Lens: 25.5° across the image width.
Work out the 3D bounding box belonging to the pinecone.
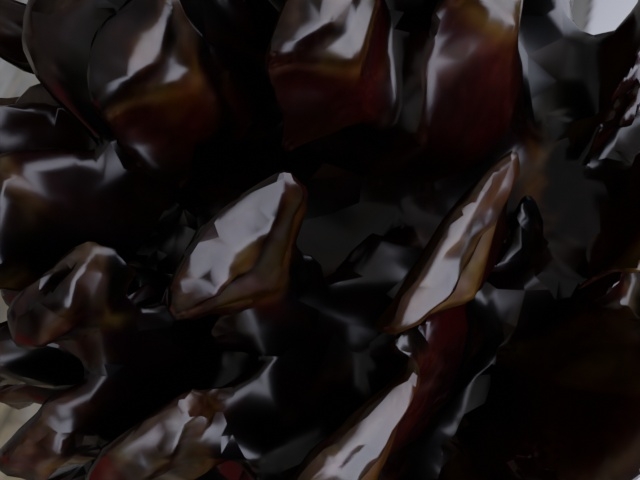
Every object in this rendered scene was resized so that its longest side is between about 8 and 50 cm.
[{"bbox_3d":[-0.005,-0.002,0.478,0.298,0.296,0.242,-51,163,18],"label":"pinecone"}]
